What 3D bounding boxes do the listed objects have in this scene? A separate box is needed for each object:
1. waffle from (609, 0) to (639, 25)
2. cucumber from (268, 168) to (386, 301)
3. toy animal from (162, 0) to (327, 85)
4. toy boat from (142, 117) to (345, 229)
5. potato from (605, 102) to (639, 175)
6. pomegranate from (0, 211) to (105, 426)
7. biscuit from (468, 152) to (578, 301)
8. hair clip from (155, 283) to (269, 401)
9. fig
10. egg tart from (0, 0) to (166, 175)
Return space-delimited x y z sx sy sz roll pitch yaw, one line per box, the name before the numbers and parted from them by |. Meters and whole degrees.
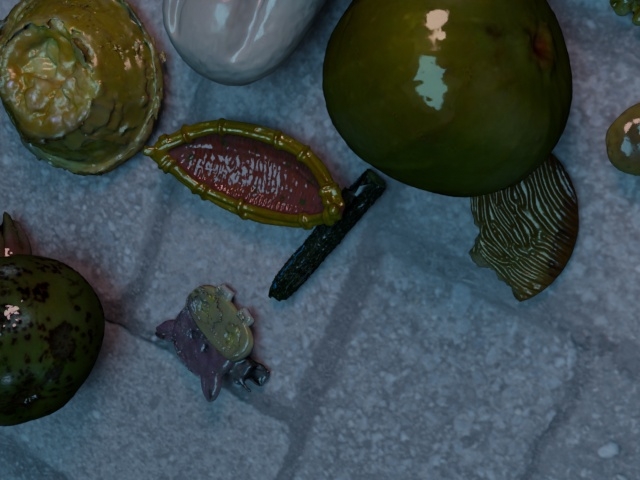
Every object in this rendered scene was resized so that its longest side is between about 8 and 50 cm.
waffle | 0.415 -0.359 1.138 0.214 0.054 0.207 -23 93 29
cucumber | 0.001 0.001 1.397 0.043 0.044 0.256 50 117 18
toy animal | -0.106 -0.336 1.283 0.272 0.206 0.264 26 106 13
toy boat | -0.098 -0.095 1.391 0.318 0.099 0.140 19 105 21
potato | 0.415 -0.129 1.179 0.138 0.070 0.091 -16 96 26
pomegranate | -0.494 0.111 1.536 0.285 0.285 0.340 -41 53 25
biscuit | 0.250 -0.043 1.289 0.176 0.031 0.228 -38 86 24
hair clip | -0.155 0.154 1.492 0.187 0.056 0.146 44 107 12
fig | 0.135 -0.193 1.177 0.316 0.316 0.316 5 103 22
egg tart | -0.385 -0.244 1.466 0.315 0.120 0.314 4 102 22
